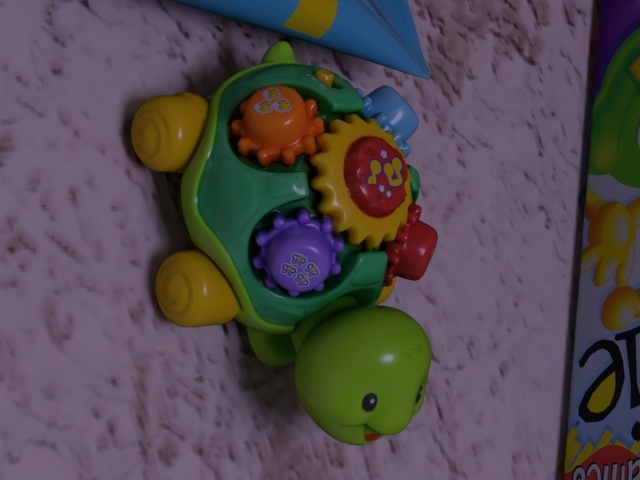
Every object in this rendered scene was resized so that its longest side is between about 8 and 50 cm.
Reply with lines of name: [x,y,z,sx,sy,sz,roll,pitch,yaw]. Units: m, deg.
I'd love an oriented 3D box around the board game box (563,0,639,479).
board game box: [0.195,0.007,0.744,0.144,0.142,0.275,23,65,-38]

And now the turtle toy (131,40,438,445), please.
turtle toy: [0.000,0.000,0.612,0.095,0.066,0.130,-6,84,-44]

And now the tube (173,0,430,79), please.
tube: [-0.046,-0.102,0.606,0.207,0.052,0.080,10,60,-45]
